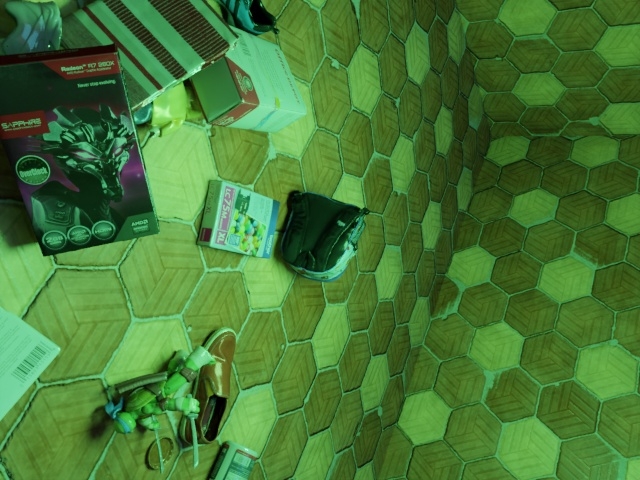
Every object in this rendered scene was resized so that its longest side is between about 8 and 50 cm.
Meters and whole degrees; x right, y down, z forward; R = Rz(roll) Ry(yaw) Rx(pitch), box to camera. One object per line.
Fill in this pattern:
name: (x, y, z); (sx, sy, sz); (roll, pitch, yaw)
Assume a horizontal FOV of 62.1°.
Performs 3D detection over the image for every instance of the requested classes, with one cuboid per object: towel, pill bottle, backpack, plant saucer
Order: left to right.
towel: (-0.364, -0.436, 1.140); (0.237, 0.037, 0.329); (47, 62, -3)
plant saucer: (-0.425, 0.560, 1.410); (0.083, 0.013, 0.083); (-14, 108, -54)
pill bottle: (-0.270, 0.701, 1.583); (0.108, 0.108, 0.180); (52, 54, -47)
backpack: (0.000, 0.000, 1.749); (0.263, 0.277, 0.213); (-63, 155, -22)

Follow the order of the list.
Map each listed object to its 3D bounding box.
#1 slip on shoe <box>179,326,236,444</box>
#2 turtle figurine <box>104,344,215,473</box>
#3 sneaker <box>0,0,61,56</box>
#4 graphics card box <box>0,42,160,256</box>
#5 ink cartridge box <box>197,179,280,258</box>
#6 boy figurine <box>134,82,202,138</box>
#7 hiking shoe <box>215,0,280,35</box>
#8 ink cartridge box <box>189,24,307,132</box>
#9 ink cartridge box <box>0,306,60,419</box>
slip on shoe: (-0.295, 0.410, 1.499); (0.123, 0.101, 0.331); (34, 66, -51)
turtle figurine: (-0.361, 0.412, 1.323); (0.266, 0.275, 0.197); (-54, 171, -42)
sneaker: (-0.555, -0.337, 1.007); (0.115, 0.090, 0.232); (-3, 105, -32)
graphics card box: (-0.463, -0.167, 1.018); (0.233, 0.094, 0.370); (-12, 120, -16)
ink cartridge box: (-0.217, -0.051, 1.570); (0.311, 0.065, 0.185); (17, 82, -58)
boy figurine: (-0.379, -0.333, 1.247); (0.285, 0.092, 0.177); (-25, 116, -53)
hiking shoe: (-0.226, -0.657, 1.376); (0.304, 0.132, 0.113); (41, 62, -51)
ink cartridge box: (-0.193, -0.411, 1.377); (0.306, 0.131, 0.226); (-11, 77, -63)
ink cartridge box: (-0.665, 0.238, 0.958); (0.239, 0.060, 0.275); (46, 55, -20)
